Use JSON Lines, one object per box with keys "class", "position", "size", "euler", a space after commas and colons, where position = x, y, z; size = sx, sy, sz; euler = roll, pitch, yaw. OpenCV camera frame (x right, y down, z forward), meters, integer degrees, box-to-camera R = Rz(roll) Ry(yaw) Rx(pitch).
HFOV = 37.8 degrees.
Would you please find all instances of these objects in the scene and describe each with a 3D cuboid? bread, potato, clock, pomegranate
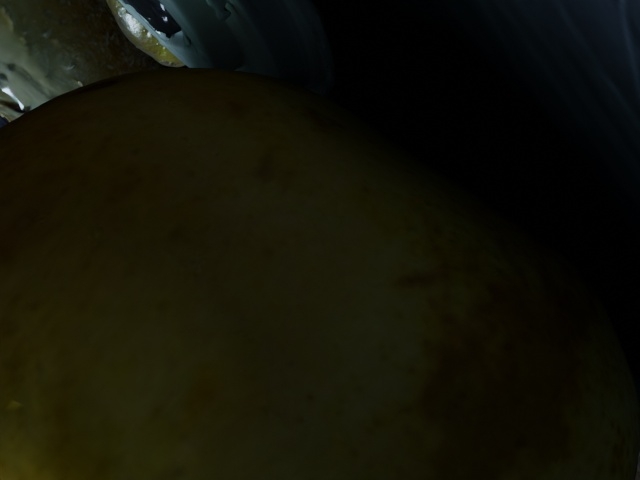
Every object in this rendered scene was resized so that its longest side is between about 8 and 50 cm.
{"class": "bread", "position": [-0.254, -0.179, 0.870], "size": [0.305, 0.159, 0.305], "euler": [47, 174, 7]}
{"class": "potato", "position": [-0.129, -0.167, 0.700], "size": [0.092, 0.045, 0.046], "euler": [51, -154, -23]}
{"class": "clock", "position": [-0.088, -0.156, 0.522], "size": [0.236, 0.053, 0.236], "euler": [43, 172, 8]}
{"class": "pomegranate", "position": [-0.050, 0.116, 0.485], "size": [0.417, 0.416, 0.416], "euler": [44, 172, 8]}

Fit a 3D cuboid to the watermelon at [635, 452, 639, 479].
{"class": "watermelon", "position": [0.128, 0.152, 0.654], "size": [0.136, 0.207, 0.202], "euler": [20, 157, -7]}
